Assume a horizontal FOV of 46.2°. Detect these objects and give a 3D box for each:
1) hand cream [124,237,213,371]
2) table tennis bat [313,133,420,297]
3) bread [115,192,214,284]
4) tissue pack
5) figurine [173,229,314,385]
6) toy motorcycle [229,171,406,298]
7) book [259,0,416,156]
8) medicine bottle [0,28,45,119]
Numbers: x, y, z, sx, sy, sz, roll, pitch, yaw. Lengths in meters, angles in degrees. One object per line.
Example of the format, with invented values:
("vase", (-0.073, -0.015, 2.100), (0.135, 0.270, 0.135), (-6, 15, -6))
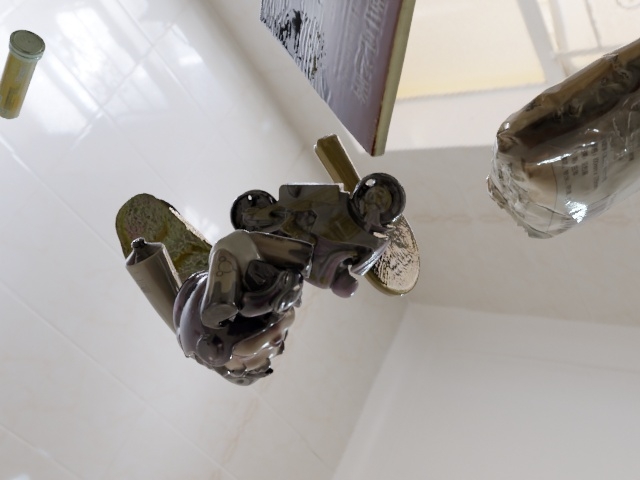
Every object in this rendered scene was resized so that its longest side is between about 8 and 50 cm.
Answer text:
("hand cream", (-0.189, 0.080, 0.950), (0.054, 0.186, 0.087), (-32, -158, -18))
("table tennis bat", (0.082, -0.045, 1.342), (0.050, 0.321, 0.198), (-25, -172, 37))
("bread", (-0.326, 0.025, 1.653), (0.261, 0.156, 0.158), (42, -94, 18))
("tissue pack", (0.450, -0.167, 1.226), (0.390, 0.375, 0.195), (-28, -109, -1))
("figurine", (-0.098, 0.078, 0.817), (0.145, 0.222, 0.145), (9, -129, -12))
("toy motorcycle", (0.000, 0.000, 0.937), (0.225, 0.152, 0.073), (-7, -174, 11))
("book", (0.008, -0.316, 0.948), (0.028, 0.262, 0.374), (-12, -134, -23))
("medicine bottle", (-0.665, -0.358, 1.641), (0.218, 0.074, 0.074), (-46, -156, 43))
